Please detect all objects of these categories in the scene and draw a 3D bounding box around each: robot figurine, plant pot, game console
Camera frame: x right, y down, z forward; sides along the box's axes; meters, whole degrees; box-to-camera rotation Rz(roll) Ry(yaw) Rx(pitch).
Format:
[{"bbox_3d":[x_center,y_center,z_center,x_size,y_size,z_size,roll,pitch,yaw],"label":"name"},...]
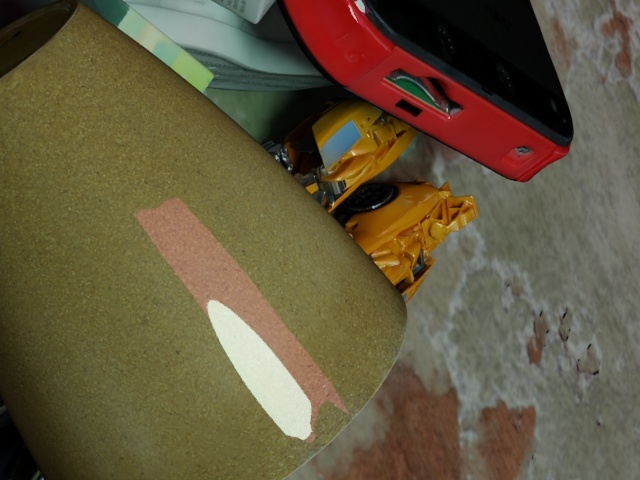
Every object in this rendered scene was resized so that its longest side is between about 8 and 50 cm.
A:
[{"bbox_3d":[0.000,0.000,1.386,0.291,0.085,0.211,-44,128,-38],"label":"robot figurine"},{"bbox_3d":[-0.117,0.000,1.057,0.254,0.237,0.237,56,50,-21],"label":"plant pot"},{"bbox_3d":[0.055,-0.232,1.390,0.386,0.060,0.342,23,45,-56],"label":"game console"}]

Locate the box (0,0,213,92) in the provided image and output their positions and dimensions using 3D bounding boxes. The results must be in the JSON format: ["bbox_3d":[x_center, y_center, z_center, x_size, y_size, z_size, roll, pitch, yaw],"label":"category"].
[{"bbox_3d":[-0.242,-0.094,1.083,0.322,0.058,0.232,37,90,-41],"label":"box"}]

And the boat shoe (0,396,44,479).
[{"bbox_3d":[-0.234,0.174,1.127,0.254,0.079,0.095,-49,130,-37],"label":"boat shoe"}]

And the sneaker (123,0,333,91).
[{"bbox_3d":[-0.085,-0.198,1.314,0.292,0.108,0.169,-1,86,-58],"label":"sneaker"}]

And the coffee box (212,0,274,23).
[{"bbox_3d":[-0.118,-0.286,1.140,0.297,0.119,0.168,29,56,6],"label":"coffee box"}]
